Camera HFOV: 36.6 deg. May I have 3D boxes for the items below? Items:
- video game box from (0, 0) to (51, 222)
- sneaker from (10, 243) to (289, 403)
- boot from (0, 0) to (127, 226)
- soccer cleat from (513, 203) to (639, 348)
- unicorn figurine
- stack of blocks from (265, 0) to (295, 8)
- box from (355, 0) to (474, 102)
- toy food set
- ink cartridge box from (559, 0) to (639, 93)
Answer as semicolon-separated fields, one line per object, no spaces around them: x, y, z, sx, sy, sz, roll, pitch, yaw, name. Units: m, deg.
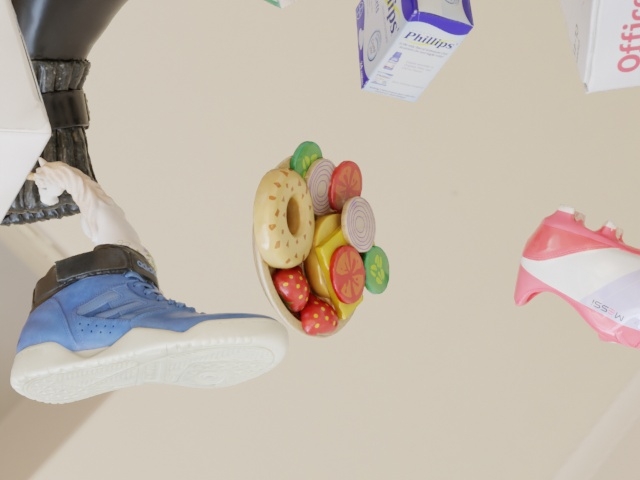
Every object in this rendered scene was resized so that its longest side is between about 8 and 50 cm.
-0.193;-0.061;0.422;0.048;0.187;0.205;-5;151;-41;video game box
-0.091;0.035;0.520;0.152;0.058;0.085;-11;-124;16;sneaker
-0.251;-0.160;0.924;0.348;0.131;0.260;-19;-108;48;boot
0.266;0.055;0.740;0.083;0.248;0.095;9;106;-60;soccer cleat
-0.164;0.000;0.744;0.060;0.162;0.111;-45;155;-19;unicorn figurine
-0.061;-0.395;0.977;0.087;0.297;0.171;-32;-138;-21;stack of blocks
0.099;-0.245;1.059;0.137;0.072;0.126;129;-35;-52;box
0.000;0.000;0.415;0.020;0.083;0.082;-7;-158;35;toy food set
0.347;-0.249;0.728;0.306;0.226;0.131;-6;-126;5;ink cartridge box
